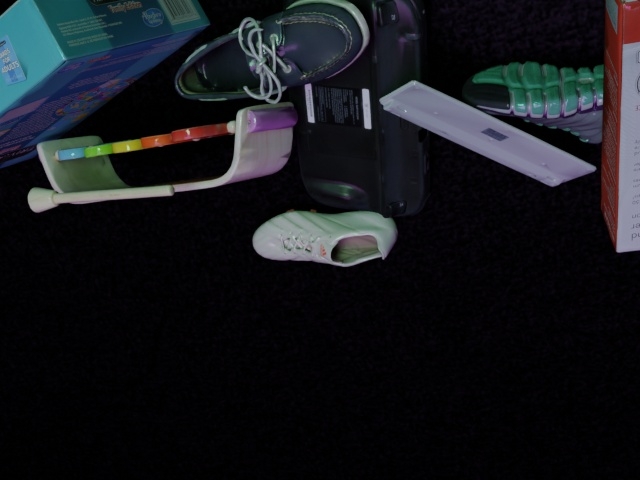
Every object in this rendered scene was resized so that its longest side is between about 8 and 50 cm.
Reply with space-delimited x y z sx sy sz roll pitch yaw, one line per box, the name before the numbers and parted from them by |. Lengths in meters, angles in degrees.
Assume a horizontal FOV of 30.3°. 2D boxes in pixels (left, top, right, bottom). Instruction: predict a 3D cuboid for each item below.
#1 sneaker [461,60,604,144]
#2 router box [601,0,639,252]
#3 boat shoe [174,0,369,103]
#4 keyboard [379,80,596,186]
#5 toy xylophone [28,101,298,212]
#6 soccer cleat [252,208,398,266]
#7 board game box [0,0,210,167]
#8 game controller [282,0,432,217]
sneaker | 0.268 -0.138 1.293 0.223 0.083 0.098 1 134 14
router box | 0.458 -0.146 1.185 0.335 0.082 0.301 -8 128 4
boat shoe | -0.060 -0.201 1.283 0.254 0.079 0.095 -2 117 41
keyboard | 0.189 -0.117 1.317 0.256 0.014 0.072 21 154 -24
toy xylophone | -0.189 -0.094 1.356 0.322 0.236 0.081 -7 96 22
soccer cleat | 0.000 0.000 1.484 0.196 0.076 0.068 -6 127 20
board game box | -0.321 -0.171 1.306 0.336 0.254 0.079 -29 91 33
game controller | 0.044 -0.161 1.357 0.166 0.067 0.319 14 133 22
